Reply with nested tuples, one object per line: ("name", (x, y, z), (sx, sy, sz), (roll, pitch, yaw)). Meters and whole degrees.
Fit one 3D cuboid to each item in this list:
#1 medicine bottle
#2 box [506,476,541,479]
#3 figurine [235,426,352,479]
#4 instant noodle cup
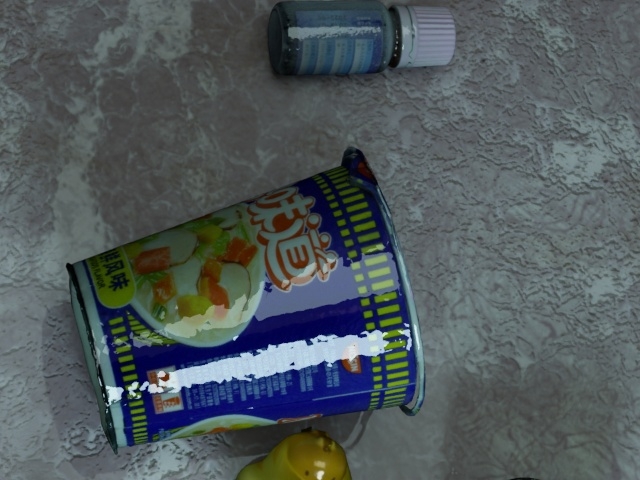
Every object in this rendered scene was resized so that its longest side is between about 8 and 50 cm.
("medicine bottle", (0.047, -0.227, 1.972), (0.203, 0.083, 0.083), (-3, 76, -13))
("box", (0.212, 0.311, 1.834), (0.227, 0.162, 0.130), (3, 85, -13))
("figurine", (-0.031, 0.307, 1.789), (0.156, 0.131, 0.246), (20, 75, -19))
("instant noodle cup", (-0.083, 0.077, 1.777), (0.312, 0.284, 0.284), (-14, 79, -10))
